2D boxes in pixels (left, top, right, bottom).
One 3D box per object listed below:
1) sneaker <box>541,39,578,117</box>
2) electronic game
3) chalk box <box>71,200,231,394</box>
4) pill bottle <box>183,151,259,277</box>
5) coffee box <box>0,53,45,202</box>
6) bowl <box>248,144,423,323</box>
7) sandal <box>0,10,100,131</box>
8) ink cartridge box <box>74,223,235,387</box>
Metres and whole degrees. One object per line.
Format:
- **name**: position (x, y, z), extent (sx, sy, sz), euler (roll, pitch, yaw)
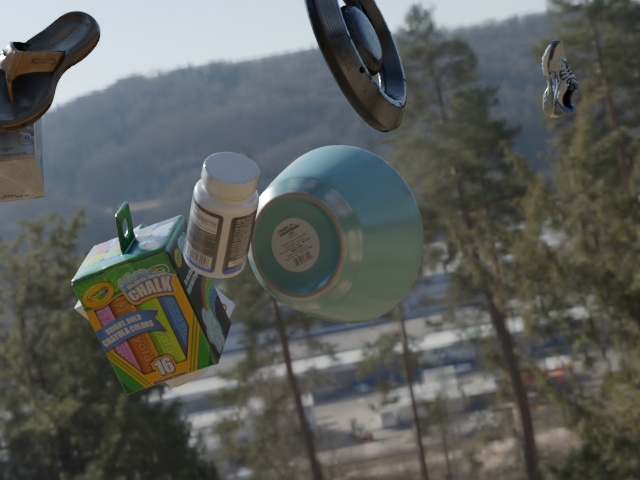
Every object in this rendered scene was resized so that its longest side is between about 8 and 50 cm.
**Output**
- **sneaker**: position (0.424, -0.281, 1.932), extent (0.052, 0.135, 0.058), euler (-17, 18, -39)
- **electronic game**: position (0.042, -0.237, 1.328), extent (0.048, 0.229, 0.229), euler (-22, 0, 21)
- **chalk box**: position (-0.296, 0.079, 1.884), extent (0.179, 0.289, 0.180), euler (-20, 16, 10)
- **pill bottle**: position (-0.114, -0.030, 1.305), extent (0.078, 0.137, 0.078), euler (10, 36, -7)
- **coffee box**: position (-0.518, -0.180, 1.764), extent (0.141, 0.246, 0.098), euler (-8, -39, -9)
- **bowl**: position (0.000, 0.000, 1.853), extent (0.311, 0.311, 0.163), euler (-8, 3, 29)
- **sandal**: position (-0.337, -0.214, 1.317), extent (0.090, 0.060, 0.219), euler (21, 54, 19)
- **ink cartridge box**: position (-0.345, 0.142, 2.370), extent (0.121, 0.289, 0.211), euler (-27, 30, 40)
